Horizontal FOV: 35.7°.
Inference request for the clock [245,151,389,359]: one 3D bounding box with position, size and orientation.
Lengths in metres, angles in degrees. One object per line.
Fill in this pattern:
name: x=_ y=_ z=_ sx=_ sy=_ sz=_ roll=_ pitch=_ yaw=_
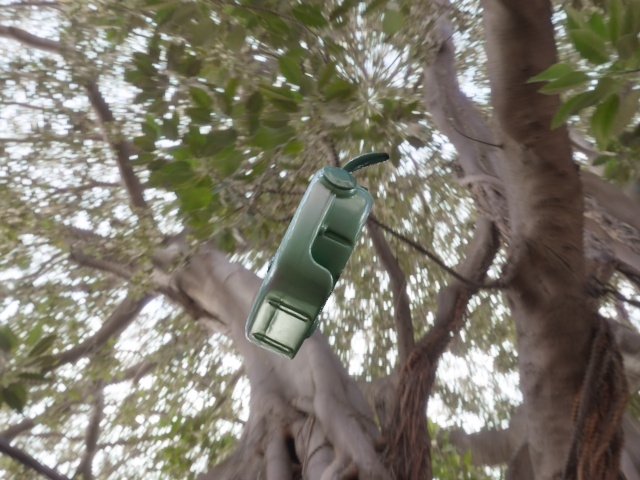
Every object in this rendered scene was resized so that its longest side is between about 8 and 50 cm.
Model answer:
clock: x=0.000 y=0.000 z=0.612 sx=0.041 sy=0.101 sz=0.135 roll=26 pitch=-122 yaw=0
